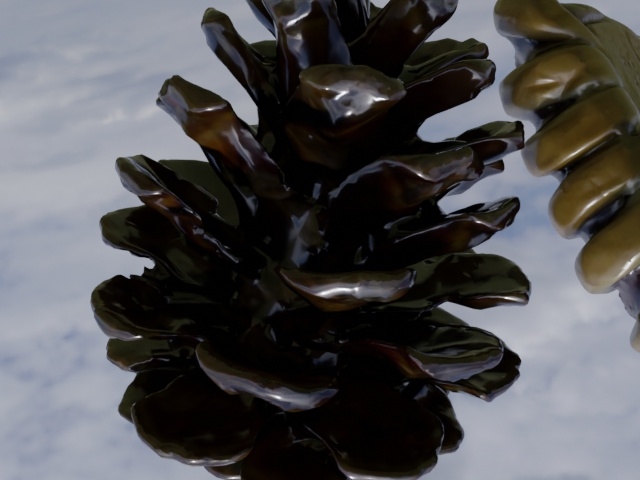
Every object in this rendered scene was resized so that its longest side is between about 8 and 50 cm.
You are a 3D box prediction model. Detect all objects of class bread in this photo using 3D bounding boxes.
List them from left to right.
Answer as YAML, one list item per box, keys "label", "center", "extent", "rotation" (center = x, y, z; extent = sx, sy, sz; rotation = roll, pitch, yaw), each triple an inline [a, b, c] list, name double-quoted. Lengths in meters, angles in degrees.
- label: "bread"
  center: [0.173, -0.042, 0.671]
  extent: [0.081, 0.225, 0.134]
  rotation: [-32, 165, 34]

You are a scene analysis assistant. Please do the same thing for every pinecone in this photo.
- label: "pinecone"
  center: [0.000, 0.000, 0.610]
  extent: [0.244, 0.309, 0.244]
  rotation: [6, -156, -3]
